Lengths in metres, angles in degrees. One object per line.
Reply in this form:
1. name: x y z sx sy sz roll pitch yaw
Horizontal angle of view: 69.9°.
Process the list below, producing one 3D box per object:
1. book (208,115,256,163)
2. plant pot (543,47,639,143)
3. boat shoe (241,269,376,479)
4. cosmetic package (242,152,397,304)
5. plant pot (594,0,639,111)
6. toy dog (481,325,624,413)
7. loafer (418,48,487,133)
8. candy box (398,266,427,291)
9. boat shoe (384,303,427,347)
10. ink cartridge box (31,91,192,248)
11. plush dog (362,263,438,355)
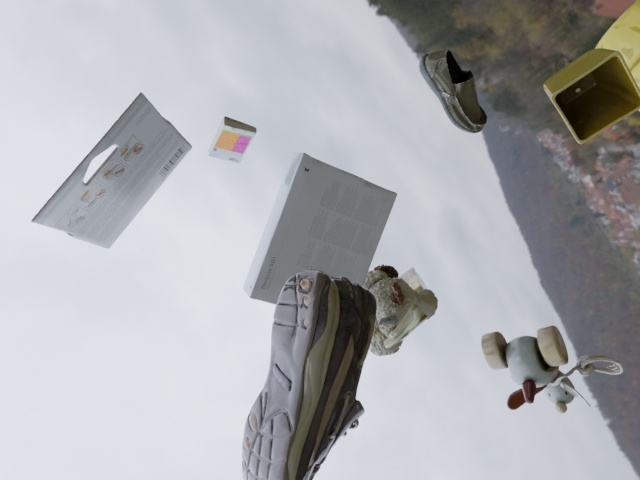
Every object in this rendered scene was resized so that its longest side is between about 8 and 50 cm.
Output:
1. book: -0.253 -0.281 1.313 0.096 0.144 0.035 12 -125 -27
2. plant pot: 0.330 -0.188 0.573 0.081 0.082 0.083 44 -152 -23
3. boat shoe: -0.005 0.215 0.586 0.130 0.355 0.132 9 -166 -28
4. cosmetic package: 0.000 0.000 1.188 0.285 0.376 0.097 20 -178 -26
5. plant pot: 0.677 -0.315 0.831 0.254 0.254 0.238 13 -136 -53
6. toy dog: 0.497 0.318 1.014 0.334 0.220 0.160 27 -128 -19
7. loafer: 0.354 -0.380 1.170 0.251 0.087 0.094 43 -122 -20
8. candy box: 0.294 0.208 1.649 0.087 0.183 0.316 54 -170 -2
9. boat shoe: 0.209 0.222 1.175 0.056 0.153 0.048 -17 -118 -46
10. ink cartridge box: -0.379 -0.125 0.839 0.060 0.275 0.239 36 174 11
11. plush dog: 0.177 0.171 1.347 0.225 0.262 0.210 26 152 50
